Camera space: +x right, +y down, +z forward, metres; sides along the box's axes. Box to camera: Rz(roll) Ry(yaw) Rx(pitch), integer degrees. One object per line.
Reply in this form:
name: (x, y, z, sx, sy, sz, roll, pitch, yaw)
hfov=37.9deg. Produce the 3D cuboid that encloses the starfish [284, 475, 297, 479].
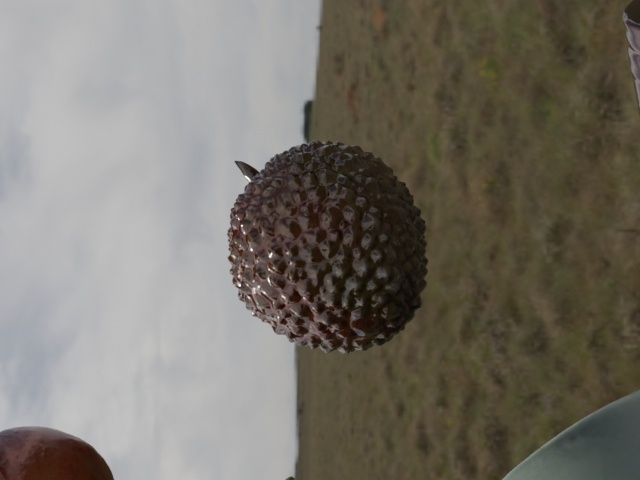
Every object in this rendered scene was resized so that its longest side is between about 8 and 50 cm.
starfish: (-0.072, 0.334, 1.008, 0.176, 0.208, 0.053, -137, 38, -67)

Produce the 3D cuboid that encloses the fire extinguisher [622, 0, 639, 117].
fire extinguisher: (0.370, -0.075, 0.874, 0.135, 0.114, 0.337, -47, -51, -36)

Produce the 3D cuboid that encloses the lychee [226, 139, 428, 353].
lychee: (0.000, 0.000, 0.743, 0.197, 0.165, 0.165, 35, 143, 32)

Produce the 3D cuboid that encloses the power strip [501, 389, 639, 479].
power strip: (0.287, 0.251, 0.705, 0.161, 0.357, 0.358, -114, 18, -45)

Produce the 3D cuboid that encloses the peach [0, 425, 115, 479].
peach: (-0.351, 0.319, 1.053, 0.256, 0.232, 0.232, 23, 119, 47)
